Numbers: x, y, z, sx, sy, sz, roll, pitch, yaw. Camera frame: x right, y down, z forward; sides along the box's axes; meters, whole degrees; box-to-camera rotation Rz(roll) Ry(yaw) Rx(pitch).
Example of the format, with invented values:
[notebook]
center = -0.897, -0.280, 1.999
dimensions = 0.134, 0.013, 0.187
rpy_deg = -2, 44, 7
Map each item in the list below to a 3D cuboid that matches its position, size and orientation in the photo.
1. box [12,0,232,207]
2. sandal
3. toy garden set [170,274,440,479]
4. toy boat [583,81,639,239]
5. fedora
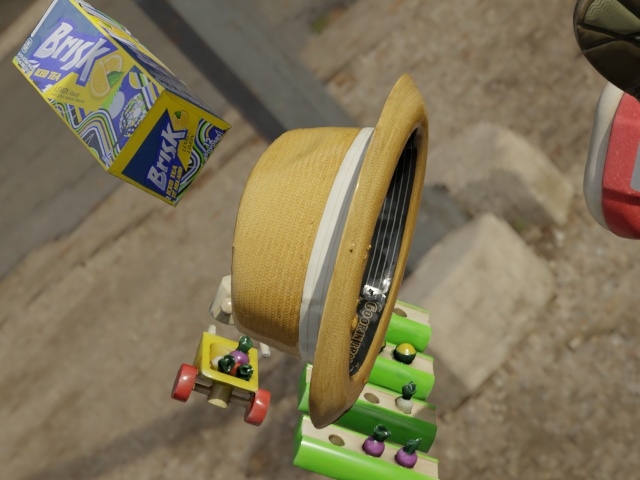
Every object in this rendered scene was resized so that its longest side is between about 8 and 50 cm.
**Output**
[box]
center = -0.121, -0.087, 0.992
dimensions = 0.059, 0.054, 0.169
rpy_deg = -55, 38, 7
[sandal]
center = 0.214, -0.097, 0.989
dimensions = 0.090, 0.219, 0.060
rpy_deg = -32, 43, 25
[toy garden set]
center = -0.003, 0.081, 1.293
dimensions = 0.244, 0.203, 0.049
rpy_deg = -88, 20, -60
[toy boat]
center = 0.334, -0.070, 1.391
dimensions = 0.151, 0.151, 0.231
rpy_deg = 21, 21, 40
[fedora]
center = 0.000, 0.000, 0.890
dimensions = 0.194, 0.079, 0.194
rpy_deg = 14, -90, -79
